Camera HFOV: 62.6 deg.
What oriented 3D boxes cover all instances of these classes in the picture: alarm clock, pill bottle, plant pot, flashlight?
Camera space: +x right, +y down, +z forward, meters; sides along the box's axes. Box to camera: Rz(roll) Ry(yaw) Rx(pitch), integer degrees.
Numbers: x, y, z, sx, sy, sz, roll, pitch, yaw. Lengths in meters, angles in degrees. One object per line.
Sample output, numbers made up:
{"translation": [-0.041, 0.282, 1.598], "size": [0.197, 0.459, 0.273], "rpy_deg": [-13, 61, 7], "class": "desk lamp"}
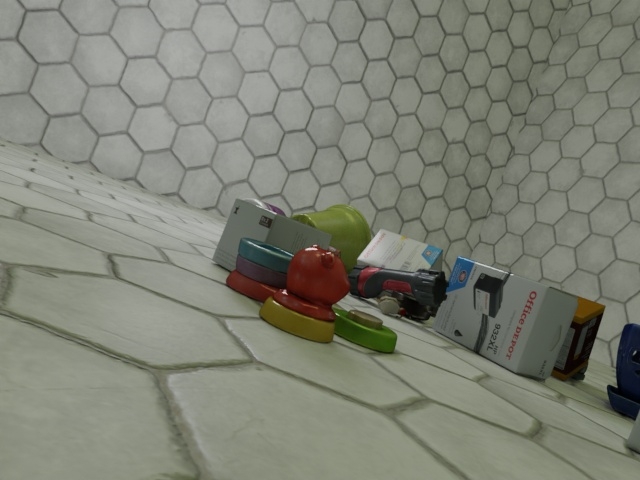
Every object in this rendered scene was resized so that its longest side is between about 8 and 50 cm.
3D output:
{"translation": [0.271, 0.196, 1.593], "size": [0.129, 0.064, 0.192], "rpy_deg": [21, 4, 4], "class": "alarm clock"}
{"translation": [-0.225, -0.063, 2.083], "size": [0.169, 0.169, 0.301], "rpy_deg": [21, 2, 20], "class": "pill bottle"}
{"translation": [0.827, 0.339, 1.264], "size": [0.236, 0.212, 0.236], "rpy_deg": [23, 2, 28], "class": "plant pot"}
{"translation": [0.000, 0.000, 1.898], "size": [0.276, 0.276, 0.254], "rpy_deg": [22, 14, 36], "class": "plant pot"}
{"translation": [0.211, 0.130, 1.475], "size": [0.304, 0.103, 0.103], "rpy_deg": [7, -43, 48], "class": "flashlight"}

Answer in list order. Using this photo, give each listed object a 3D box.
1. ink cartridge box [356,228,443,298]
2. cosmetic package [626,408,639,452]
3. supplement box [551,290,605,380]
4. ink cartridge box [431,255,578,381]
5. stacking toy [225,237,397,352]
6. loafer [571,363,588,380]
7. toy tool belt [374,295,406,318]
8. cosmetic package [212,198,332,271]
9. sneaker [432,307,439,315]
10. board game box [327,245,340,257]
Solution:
{"translation": [0.265, 0.102, 1.762], "size": [0.232, 0.171, 0.168], "rpy_deg": [22, -38, 29], "class": "ink cartridge box"}
{"translation": [0.772, 0.268, 0.780], "size": [0.327, 0.329, 0.393], "rpy_deg": [19, 3, -33], "class": "cosmetic package"}
{"translation": [0.700, 0.269, 1.518], "size": [0.191, 0.194, 0.129], "rpy_deg": [-7, 22, -45], "class": "supplement box"}
{"translation": [0.465, 0.191, 1.365], "size": [0.129, 0.223, 0.307], "rpy_deg": [19, 2, -31], "class": "ink cartridge box"}
{"translation": [0.000, 0.075, 0.926], "size": [0.279, 0.130, 0.309], "rpy_deg": [20, 2, -33], "class": "stacking toy"}
{"translation": [0.722, 0.355, 1.688], "size": [0.267, 0.084, 0.096], "rpy_deg": [22, 2, 43], "class": "loafer"}
{"translation": [0.189, 0.176, 1.429], "size": [0.083, 0.052, 0.051], "rpy_deg": [21, 10, -31], "class": "toy tool belt"}
{"translation": [-0.105, 0.016, 1.160], "size": [0.183, 0.151, 0.151], "rpy_deg": [20, 1, -45], "class": "cosmetic package"}
{"translation": [0.466, 0.253, 1.916], "size": [0.222, 0.083, 0.118], "rpy_deg": [23, -3, 4], "class": "sneaker"}
{"translation": [-0.063, 0.039, 1.696], "size": [0.281, 0.027, 0.145], "rpy_deg": [22, -41, 21], "class": "board game box"}
